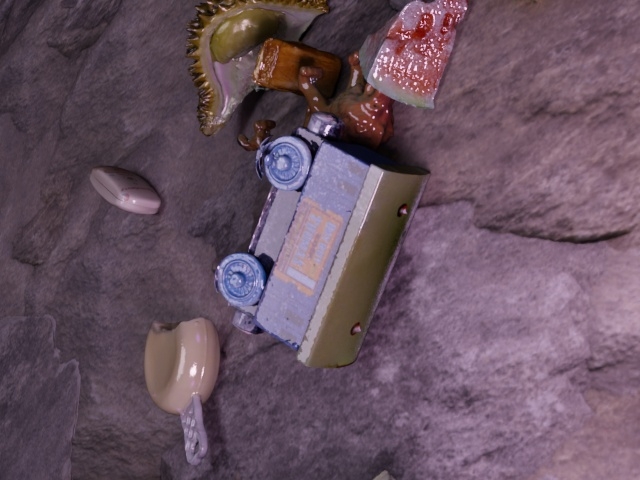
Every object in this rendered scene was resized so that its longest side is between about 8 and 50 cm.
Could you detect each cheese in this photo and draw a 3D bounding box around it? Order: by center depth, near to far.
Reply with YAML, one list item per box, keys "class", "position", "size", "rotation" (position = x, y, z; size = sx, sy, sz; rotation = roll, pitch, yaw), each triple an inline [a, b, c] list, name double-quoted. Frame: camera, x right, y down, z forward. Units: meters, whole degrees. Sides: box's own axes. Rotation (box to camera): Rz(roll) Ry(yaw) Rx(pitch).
- class: "cheese"
  position: [-0.206, 0.222, 2.337]
  size: [0.163, 0.070, 0.249]
  rotation: [-33, 52, 52]

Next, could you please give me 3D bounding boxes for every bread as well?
- class: "bread"
  position: [-0.031, -0.234, 2.160]
  size: [0.053, 0.132, 0.074]
  rotation: [22, 102, 45]

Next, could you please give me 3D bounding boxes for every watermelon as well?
- class: "watermelon"
  position: [0.113, -0.232, 1.939]
  size: [0.158, 0.098, 0.121]
  rotation: [-34, 50, 46]

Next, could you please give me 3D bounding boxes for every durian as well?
- class: "durian"
  position: [-0.117, -0.299, 2.352]
  size: [0.306, 0.166, 0.172]
  rotation: [-53, 6, 27]

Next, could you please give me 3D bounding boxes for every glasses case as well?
- class: "glasses case"
  position: [-0.332, -0.086, 2.682]
  size: [0.204, 0.081, 0.051]
  rotation: [35, 111, 58]

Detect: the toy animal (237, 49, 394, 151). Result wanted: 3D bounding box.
- class: "toy animal"
  position: [0.005, -0.142, 2.096]
  size: [0.312, 0.097, 0.158]
  rotation: [-42, 50, 48]

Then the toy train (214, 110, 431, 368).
- class: "toy train"
  position: [0.000, 0.000, 1.962]
  size: [0.202, 0.131, 0.300]
  rotation: [29, 106, 30]

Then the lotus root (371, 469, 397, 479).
- class: "lotus root"
  position: [0.048, 0.424, 1.624]
  size: [0.260, 0.149, 0.267]
  rotation: [-43, 28, 8]
